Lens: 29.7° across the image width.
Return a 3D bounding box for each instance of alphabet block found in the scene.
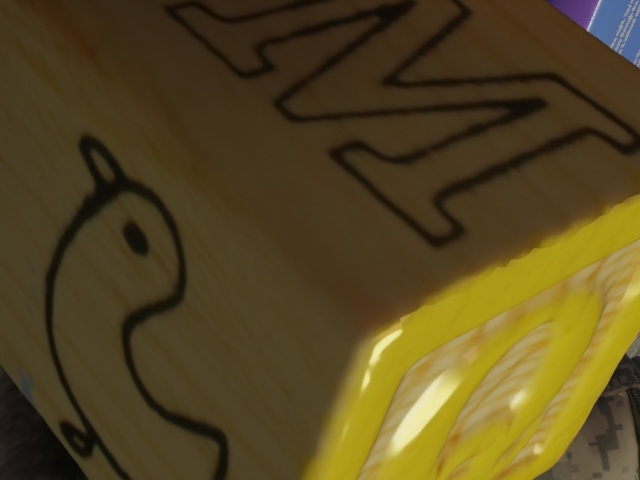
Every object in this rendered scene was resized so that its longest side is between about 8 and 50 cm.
[{"bbox_3d":[0.000,0.000,0.462,0.193,0.197,0.192,-24,145,-36],"label":"alphabet block"}]

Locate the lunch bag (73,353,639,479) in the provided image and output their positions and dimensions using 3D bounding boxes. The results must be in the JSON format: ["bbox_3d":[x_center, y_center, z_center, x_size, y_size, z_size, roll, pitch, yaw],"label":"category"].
[{"bbox_3d":[0.014,0.164,0.637,0.305,0.212,0.256,-2,123,-22],"label":"lunch bag"}]

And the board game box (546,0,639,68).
[{"bbox_3d":[0.161,-0.084,0.704,0.233,0.078,0.347,-25,146,-36],"label":"board game box"}]
